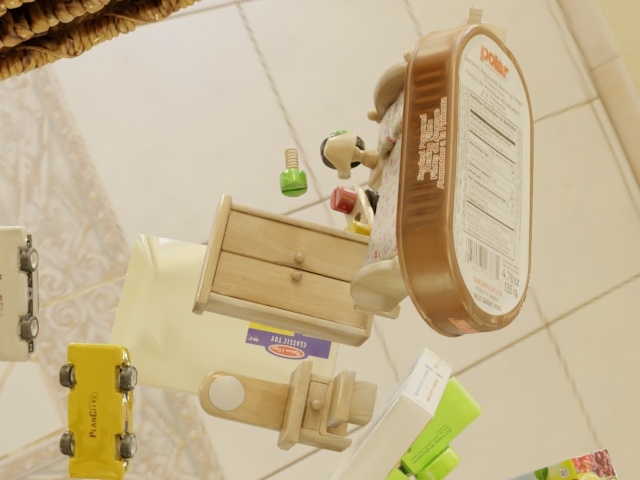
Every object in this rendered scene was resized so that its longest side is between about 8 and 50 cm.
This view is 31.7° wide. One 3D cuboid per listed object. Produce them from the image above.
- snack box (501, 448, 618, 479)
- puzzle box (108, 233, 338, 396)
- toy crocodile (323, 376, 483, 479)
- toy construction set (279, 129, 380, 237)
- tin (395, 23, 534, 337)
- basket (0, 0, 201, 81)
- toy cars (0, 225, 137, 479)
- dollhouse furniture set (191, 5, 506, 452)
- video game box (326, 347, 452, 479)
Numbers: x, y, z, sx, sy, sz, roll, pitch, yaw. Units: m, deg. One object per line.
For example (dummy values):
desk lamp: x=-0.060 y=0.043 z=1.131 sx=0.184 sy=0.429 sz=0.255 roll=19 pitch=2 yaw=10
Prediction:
snack box: x=0.276 y=0.358 z=1.267 sx=0.070 sy=0.174 sz=0.207 roll=-5 pitch=71 yaw=-37
puzzle box: x=-0.163 y=0.155 z=2.029 sx=0.409 sy=0.052 sz=0.272 roll=11 pitch=73 yaw=5
toy crocodile: x=0.076 y=0.304 z=1.436 sx=0.115 sy=0.105 sz=0.340 roll=44 pitch=67 yaw=6
toy construction set: x=0.140 y=0.003 z=1.436 sx=0.309 sy=0.257 sz=0.237 roll=35 pitch=42 yaw=-47
tin: x=0.089 y=-0.037 z=0.664 sx=0.106 sy=0.040 sz=0.189 roll=29 pitch=60 yaw=-52
basket: x=-0.164 y=-0.180 z=0.718 sx=0.299 sy=0.213 sz=0.223 roll=-23 pitch=60 yaw=0
toy cars: x=-0.365 y=0.150 z=1.558 sx=0.176 sy=0.087 sz=0.393 roll=-41 pitch=86 yaw=10
dollhouse furniture set: x=0.000 y=0.000 z=0.963 sx=0.174 sy=0.355 sz=0.303 roll=14 pitch=69 yaw=-8
video game box: x=0.062 y=0.229 z=1.240 sx=0.048 sy=0.205 sz=0.187 roll=36 pitch=16 yaw=3
